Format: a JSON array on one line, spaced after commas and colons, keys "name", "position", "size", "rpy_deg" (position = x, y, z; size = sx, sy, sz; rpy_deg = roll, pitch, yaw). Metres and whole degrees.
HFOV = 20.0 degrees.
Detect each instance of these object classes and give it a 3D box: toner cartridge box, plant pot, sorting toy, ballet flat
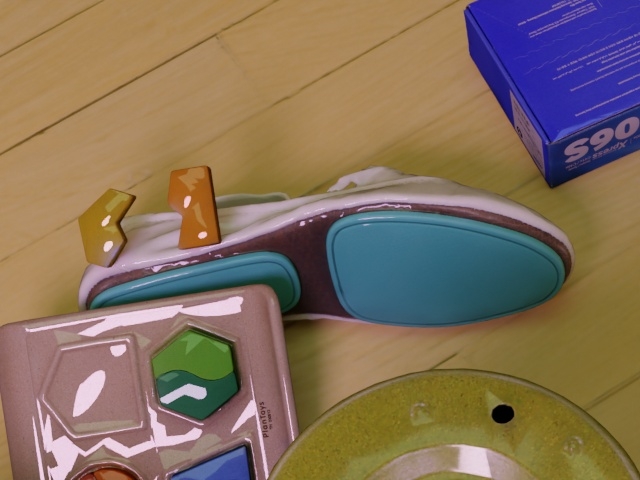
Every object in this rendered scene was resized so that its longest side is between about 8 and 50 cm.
[{"name": "toner cartridge box", "position": [0.314, -0.190, 1.552], "size": [0.348, 0.075, 0.165], "rpy_deg": [-23, 60, -5]}, {"name": "plant pot", "position": [0.097, 0.261, 1.155], "size": [0.366, 0.353, 0.366], "rpy_deg": [-4, 59, 6]}, {"name": "sorting toy", "position": [-0.137, 0.105, 1.387], "size": [0.229, 0.041, 0.307], "rpy_deg": [-9, 88, 5]}, {"name": "ballet flat", "position": [0.000, 0.000, 1.469], "size": [0.400, 0.139, 0.139], "rpy_deg": [-8, 59, 5]}]
